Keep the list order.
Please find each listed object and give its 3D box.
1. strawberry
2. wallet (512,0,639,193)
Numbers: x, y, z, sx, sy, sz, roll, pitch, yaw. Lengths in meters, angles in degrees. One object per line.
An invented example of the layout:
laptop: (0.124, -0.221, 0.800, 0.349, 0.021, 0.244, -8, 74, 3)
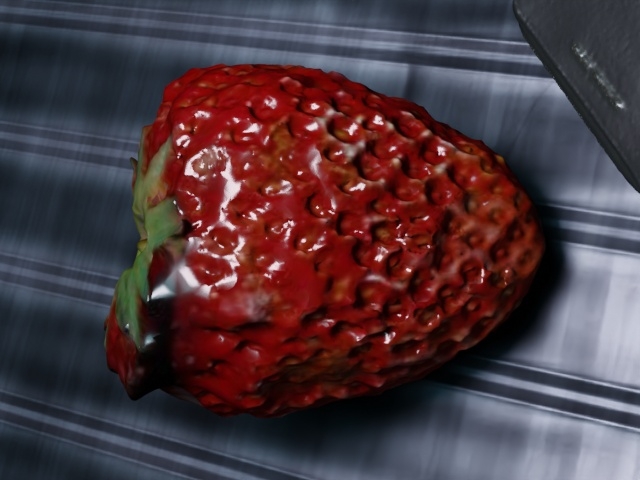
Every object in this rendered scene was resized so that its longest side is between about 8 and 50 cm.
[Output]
strawberry: (-0.012, 0.001, 1.427, 0.292, 0.310, 0.292, -174, 90, -65)
wallet: (0.254, -0.150, 1.390, 0.149, 0.044, 0.250, -42, 57, 23)
